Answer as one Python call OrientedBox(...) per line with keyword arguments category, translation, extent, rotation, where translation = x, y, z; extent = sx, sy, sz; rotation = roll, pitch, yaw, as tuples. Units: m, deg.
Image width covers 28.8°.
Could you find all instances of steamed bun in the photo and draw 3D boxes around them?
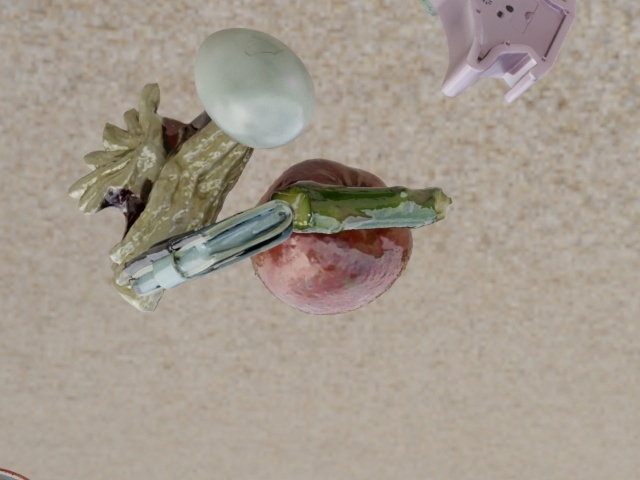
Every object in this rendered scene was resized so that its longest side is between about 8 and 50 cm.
OrientedBox(category="steamed bun", translation=(-0.282, -0.115, 2.130), extent=(0.189, 0.428, 0.247), rotation=(36, 170, -31))

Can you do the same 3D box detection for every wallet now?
OrientedBox(category="wallet", translation=(-0.173, 0.011, 1.884), extent=(0.176, 0.075, 0.250), rotation=(-27, -175, -39))

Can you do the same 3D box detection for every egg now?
OrientedBox(category="egg", translation=(-0.097, -0.220, 1.763), extent=(0.151, 0.209, 0.151), rotation=(-33, 152, -20))

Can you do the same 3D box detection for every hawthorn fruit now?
OrientedBox(category="hawthorn fruit", translation=(0.000, 0.000, 2.179), extent=(0.299, 0.275, 0.275), rotation=(-31, 149, 28))

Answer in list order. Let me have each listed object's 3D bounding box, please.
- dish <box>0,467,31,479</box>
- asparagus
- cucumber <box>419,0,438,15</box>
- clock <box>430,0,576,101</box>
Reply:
OrientedBox(category="dish", translation=(-0.400, 0.410, 1.609), extent=(0.260, 0.260, 0.085), rotation=(-5, -177, 20))
OrientedBox(category="asparagus", translation=(0.083, -0.051, 1.976), extent=(0.343, 0.082, 0.085), rotation=(0, -177, -28))
OrientedBox(category="cucumber", translation=(0.190, -0.455, 2.092), extent=(0.062, 0.115, 0.116), rotation=(-2, 148, 38))
OrientedBox(category="clock", translation=(0.240, -0.340, 1.906), extent=(0.275, 0.290, 0.080), rotation=(34, 140, -10))
